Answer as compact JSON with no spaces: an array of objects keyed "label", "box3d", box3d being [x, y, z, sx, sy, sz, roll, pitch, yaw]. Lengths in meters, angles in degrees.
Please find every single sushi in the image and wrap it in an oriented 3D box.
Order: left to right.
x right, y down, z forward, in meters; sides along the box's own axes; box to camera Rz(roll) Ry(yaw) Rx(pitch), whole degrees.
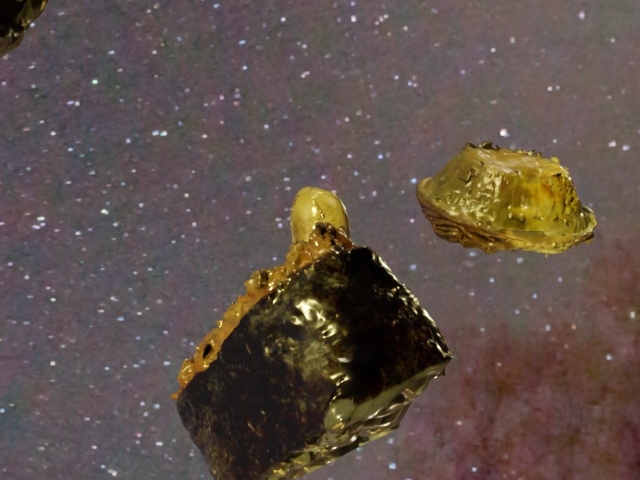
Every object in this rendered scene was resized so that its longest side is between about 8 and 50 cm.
[{"label":"sushi","box3d":[-0.014,0.145,0.848,0.234,0.348,0.207,-12,-117,-49]}]

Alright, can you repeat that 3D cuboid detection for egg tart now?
[{"label":"egg tart","box3d":[0.211,-0.052,0.862,0.213,0.213,0.090,-28,-48,-53]}]

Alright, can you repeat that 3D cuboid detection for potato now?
[{"label":"potato","box3d":[0.000,0.000,1.204,0.080,0.107,0.170,-11,-78,-50]}]

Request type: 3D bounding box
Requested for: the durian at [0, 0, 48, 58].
[{"label":"durian","box3d":[-0.199,-0.176,0.319,0.163,0.198,0.394,39,-149,-60]}]
